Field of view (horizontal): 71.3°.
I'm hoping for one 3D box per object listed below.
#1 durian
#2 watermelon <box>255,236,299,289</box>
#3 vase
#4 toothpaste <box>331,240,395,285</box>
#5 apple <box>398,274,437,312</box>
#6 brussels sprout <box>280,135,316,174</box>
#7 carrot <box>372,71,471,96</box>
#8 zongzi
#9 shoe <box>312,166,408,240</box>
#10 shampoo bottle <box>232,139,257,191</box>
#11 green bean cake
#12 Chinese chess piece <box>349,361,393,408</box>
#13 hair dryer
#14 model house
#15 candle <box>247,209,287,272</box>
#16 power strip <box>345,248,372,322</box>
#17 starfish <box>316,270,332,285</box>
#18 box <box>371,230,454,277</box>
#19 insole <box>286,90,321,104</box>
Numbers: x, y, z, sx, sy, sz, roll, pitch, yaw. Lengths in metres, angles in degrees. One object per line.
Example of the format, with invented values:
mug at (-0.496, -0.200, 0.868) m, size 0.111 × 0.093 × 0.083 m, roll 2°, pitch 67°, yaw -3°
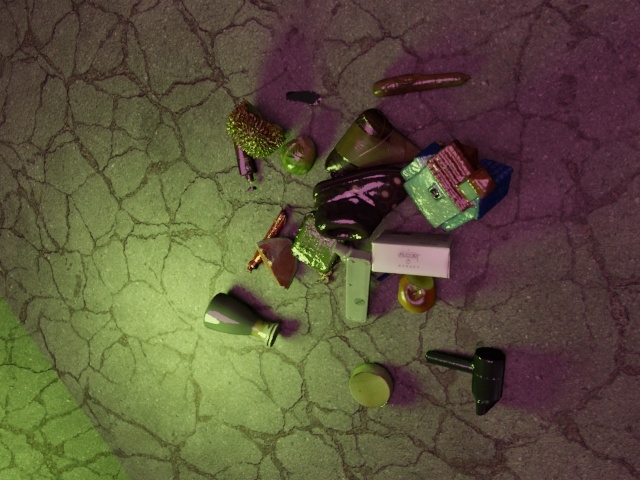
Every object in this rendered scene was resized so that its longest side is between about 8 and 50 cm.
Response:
durian at (-0.264, -0.432, 1.762) m, size 0.176 × 0.200 × 0.237 m, roll -43°, pitch 99°, yaw -13°
watermelon at (-0.161, 0.078, 1.904) m, size 0.146 × 0.128 × 0.231 m, roll -32°, pitch 125°, yaw -12°
vase at (-0.345, 0.366, 2.001) m, size 0.322 × 0.173 × 0.173 m, roll 20°, pitch 108°, yaw 11°
toothpaste at (0.161, 0.086, 1.743) m, size 0.283 × 0.068 × 0.099 m, roll 32°, pitch 159°, yaw -22°
apple at (0.370, 0.195, 1.701) m, size 0.147 × 0.147 × 0.163 m, roll 10°, pitch 104°, yaw 17°
brussels sprout at (-0.087, -0.334, 1.768) m, size 0.155 × 0.118 × 0.154 m, roll 10°, pitch 111°, yaw 27°
carrot at (0.354, -0.561, 1.583) m, size 0.343 × 0.070 × 0.070 m, roll -1°, pitch 101°, yaw 19°
zongzi at (0.209, -0.292, 1.667) m, size 0.318 × 0.154 × 0.289 m, roll 36°, pitch 123°, yaw -6°
shoe at (0.162, -0.125, 1.642) m, size 0.385 × 0.171 × 0.236 m, roll -10°, pitch 70°, yaw 10°
shampoo bottle at (-0.316, -0.326, 1.880) m, size 0.068 × 0.067 × 0.236 m, roll -14°, pitch 97°, yaw 13°
green bean cake at (0.000, 0.000, 1.813) m, size 0.201 × 0.113 × 0.214 m, roll 31°, pitch 110°, yaw 12°
Chinese chess piece at (0.215, 0.614, 1.893) m, size 0.189 × 0.083 × 0.188 m, roll 5°, pitch 107°, yaw 18°
hair dryer at (0.554, 0.529, 1.746) m, size 0.303 × 0.116 × 0.244 m, roll 9°, pitch 105°, yaw 30°
model house at (0.462, -0.213, 1.436) m, size 0.252 × 0.329 × 0.294 m, roll -34°, pitch 86°, yaw -15°
candle at (-0.230, 0.010, 1.935) m, size 0.051 × 0.048 × 0.329 m, roll 40°, pitch 112°, yaw 17°
power strip at (0.149, 0.192, 1.750) m, size 0.091 × 0.062 × 0.385 m, roll 9°, pitch 134°, yaw 12°
starfish at (0.016, 0.150, 1.887) m, size 0.078 × 0.028 × 0.091 m, roll 49°, pitch 116°, yaw 10°
box at (0.345, 0.045, 1.647) m, size 0.275 × 0.203 × 0.116 m, roll 4°, pitch 104°, yaw 19°
insole at (-0.067, -0.567, 1.769) m, size 0.153 × 0.002 × 0.053 m, roll 9°, pitch 105°, yaw 18°
